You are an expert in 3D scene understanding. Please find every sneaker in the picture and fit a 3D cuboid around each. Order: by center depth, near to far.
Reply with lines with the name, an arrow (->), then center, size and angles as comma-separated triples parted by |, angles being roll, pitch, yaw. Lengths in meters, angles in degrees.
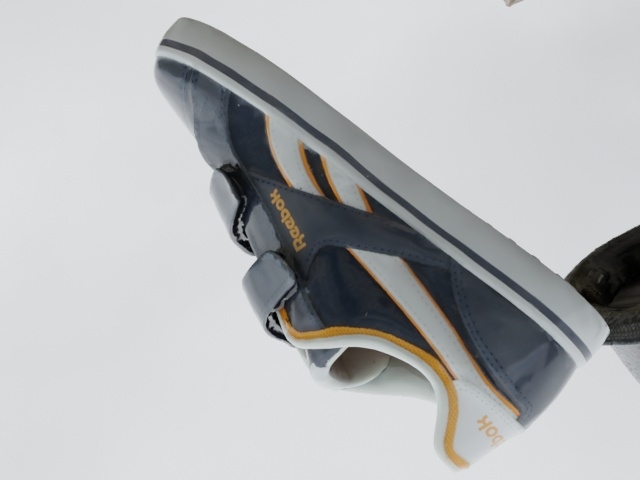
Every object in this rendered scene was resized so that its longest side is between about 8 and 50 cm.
sneaker -> 0.000, 0.000, 1.074 | 0.321, 0.126, 0.127 | 38, -94, 23

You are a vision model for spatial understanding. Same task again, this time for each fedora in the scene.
fedora -> 0.394, 0.074, 1.896 | 0.334, 0.152, 0.334 | -25, -165, 7

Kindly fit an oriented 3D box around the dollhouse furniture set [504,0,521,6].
dollhouse furniture set -> 0.198, -0.304, 1.540 | 0.183, 0.129, 0.129 | -28, -113, -21
